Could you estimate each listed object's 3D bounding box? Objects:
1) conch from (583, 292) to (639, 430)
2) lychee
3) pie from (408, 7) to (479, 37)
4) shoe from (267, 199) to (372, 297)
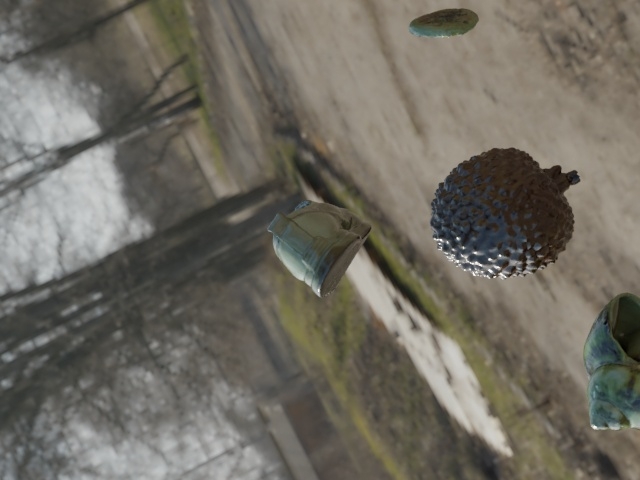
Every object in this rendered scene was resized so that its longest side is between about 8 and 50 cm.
[{"bbox_3d":[0.437,0.190,1.800,0.187,0.124,0.181,53,-150,-8],"label":"conch"},{"bbox_3d":[0.277,-0.043,1.842,0.200,0.238,0.200,59,172,14],"label":"lychee"},{"bbox_3d":[0.144,-0.252,1.437,0.084,0.084,0.021,-127,23,-64],"label":"pie"},{"bbox_3d":[0.000,0.000,1.546,0.098,0.103,0.275,36,-176,5],"label":"shoe"}]
